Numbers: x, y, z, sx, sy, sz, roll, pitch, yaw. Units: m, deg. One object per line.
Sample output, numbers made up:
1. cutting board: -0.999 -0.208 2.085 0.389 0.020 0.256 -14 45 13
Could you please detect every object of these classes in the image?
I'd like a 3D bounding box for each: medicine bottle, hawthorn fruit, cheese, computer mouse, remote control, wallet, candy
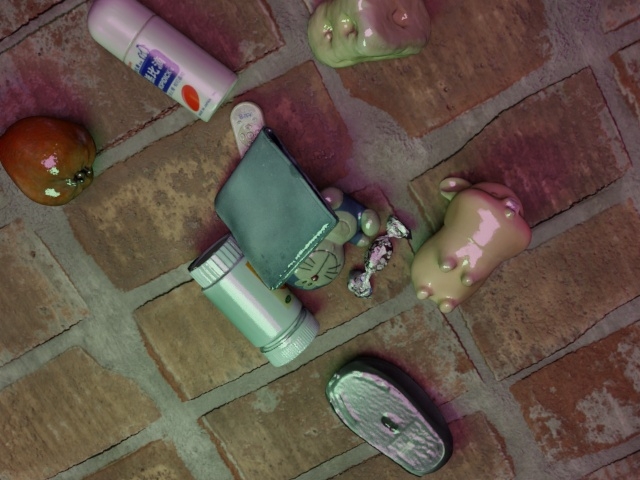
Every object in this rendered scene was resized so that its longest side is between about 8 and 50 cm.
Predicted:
1. medicine bottle: -0.160 0.139 1.807 0.158 0.158 0.318 -39 104 10
2. medicine bottle: -0.352 -0.412 1.653 0.341 0.130 0.130 37 103 -11
3. hawthorn fruit: -0.634 -0.195 1.693 0.251 0.199 0.199 26 105 6
4. cheese: 0.111 -0.472 1.643 0.248 0.251 0.174 -16 95 -33
5. computer mouse: 0.176 0.445 1.929 0.374 0.114 0.203 44 104 -5
6. remote control: -0.152 -0.215 1.760 0.078 0.042 0.221 -11 107 10
7. wallet: -0.112 -0.072 1.689 0.290 0.054 0.251 54 125 22
8. candy: 0.142 0.045 1.844 0.094 0.051 0.226 24 107 -19

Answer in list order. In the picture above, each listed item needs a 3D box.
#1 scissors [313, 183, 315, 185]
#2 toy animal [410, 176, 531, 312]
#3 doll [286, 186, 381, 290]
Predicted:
1. scissors: -0.090 -0.061 1.802 0.212 0.021 0.110 -45 64 2
2. toy animal: 0.345 0.011 1.756 0.237 0.269 0.326 32 136 -9
3. doll: 0.000 0.000 1.764 0.228 0.154 0.258 24 98 -39
